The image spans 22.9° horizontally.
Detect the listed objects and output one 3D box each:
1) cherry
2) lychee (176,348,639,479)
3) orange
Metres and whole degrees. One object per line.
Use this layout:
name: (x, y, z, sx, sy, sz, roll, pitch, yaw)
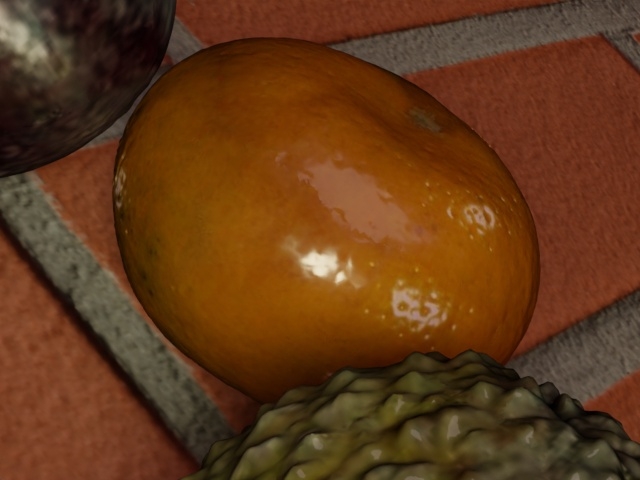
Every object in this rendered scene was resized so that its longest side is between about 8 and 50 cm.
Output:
cherry: (-0.188, -0.161, 0.802, 0.296, 0.218, 0.255, 47, 24, -54)
lychee: (0.032, 0.173, 0.592, 0.274, 0.255, 0.255, -11, 55, -32)
orange: (0.000, 0.000, 0.843, 0.240, 0.171, 0.240, 29, 26, -16)
